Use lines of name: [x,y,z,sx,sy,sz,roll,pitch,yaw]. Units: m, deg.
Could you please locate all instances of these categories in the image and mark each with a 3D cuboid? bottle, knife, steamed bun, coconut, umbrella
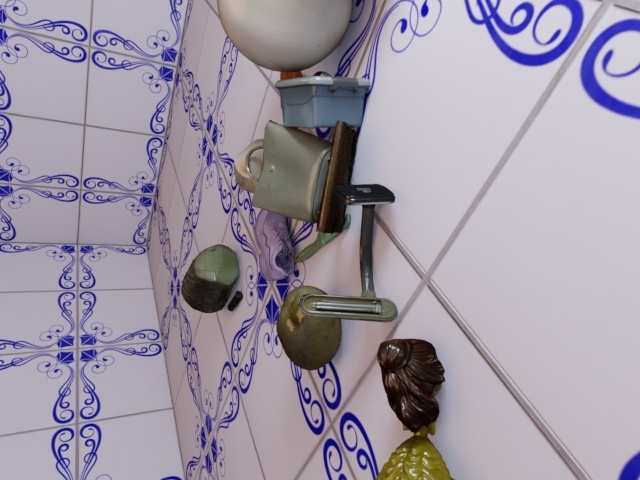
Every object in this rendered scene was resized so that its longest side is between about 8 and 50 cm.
bottle: [-0.085,-0.406,1.266,0.069,0.069,0.187,-7,83,59]
knife: [-0.002,0.000,1.145,0.293,0.019,0.043,-37,56,52]
steamed bun: [-0.084,-0.568,1.018,0.206,0.324,0.324,-80,1,-75]
coconut: [-0.186,-0.218,1.312,0.162,0.161,0.161,-37,47,6]
umbrella: [-0.333,0.236,1.674,0.133,0.031,0.036,-51,20,45]

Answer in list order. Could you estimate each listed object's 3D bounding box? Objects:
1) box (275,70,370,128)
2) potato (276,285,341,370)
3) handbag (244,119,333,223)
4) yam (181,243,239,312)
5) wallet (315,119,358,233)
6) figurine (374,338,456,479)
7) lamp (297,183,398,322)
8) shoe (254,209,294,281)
box: [0.000,-0.338,1.036,0.227,0.162,0.130,29,123,56]
potato: [-0.030,0.217,1.056,0.235,0.160,0.178,105,174,-46]
handbag: [-0.101,-0.180,1.125,0.315,0.109,0.241,22,107,28]
yam: [-0.436,0.151,1.708,0.271,0.201,0.203,-40,55,43]
wallet: [0.044,-0.136,0.980,0.039,0.133,0.243,11,94,20]
figurine: [0.166,0.331,0.749,0.187,0.168,0.315,143,133,-65]
lamp: [0.050,0.021,0.896,0.124,0.203,0.283,-166,75,-78]
shoe: [-0.128,0.004,1.292,0.137,0.095,0.245,-3,89,56]
